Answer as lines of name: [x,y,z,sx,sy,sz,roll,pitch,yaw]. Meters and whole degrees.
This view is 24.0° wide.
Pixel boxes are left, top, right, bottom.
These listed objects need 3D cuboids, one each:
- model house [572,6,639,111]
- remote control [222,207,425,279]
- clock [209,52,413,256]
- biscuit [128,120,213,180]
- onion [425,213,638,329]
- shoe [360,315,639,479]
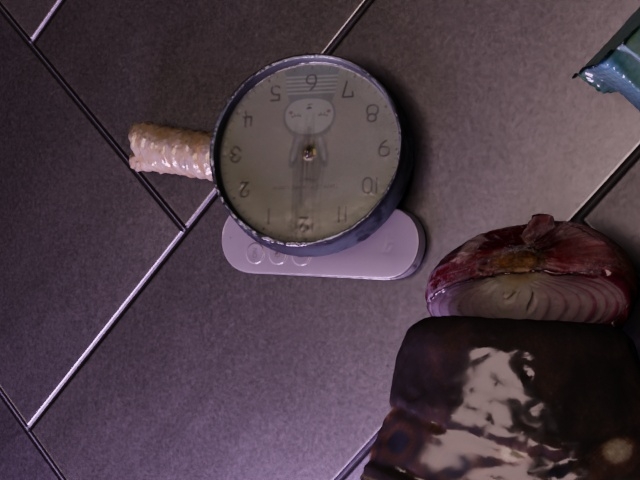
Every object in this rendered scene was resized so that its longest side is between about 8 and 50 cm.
model house: [0.338,-0.156,1.367,0.148,0.119,0.148,-45,90,-2]
remote control: [0.000,0.000,1.602,0.245,0.022,0.077,2,90,32]
clock: [-0.012,-0.091,1.562,0.215,0.042,0.214,-3,77,15]
biscuit: [-0.124,-0.091,1.662,0.219,0.055,0.061,13,104,31]
onion: [0.205,0.037,1.435,0.206,0.151,0.098,-2,53,22]
shoe: [0.239,0.193,1.350,0.384,0.171,0.237,16,86,15]
